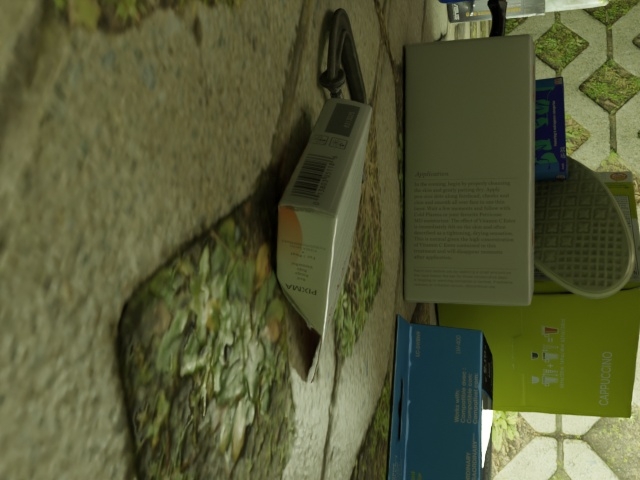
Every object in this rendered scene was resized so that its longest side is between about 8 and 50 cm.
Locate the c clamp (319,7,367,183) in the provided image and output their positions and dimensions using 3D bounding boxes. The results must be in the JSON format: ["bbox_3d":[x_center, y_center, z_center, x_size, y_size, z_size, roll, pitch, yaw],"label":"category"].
[{"bbox_3d":[0.027,-0.118,0.639,0.161,0.022,0.137,72,25,-46],"label":"c clamp"}]

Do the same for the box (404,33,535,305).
[{"bbox_3d":[0.220,-0.091,1.012,0.215,0.168,0.346,-3,94,-72],"label":"box"}]

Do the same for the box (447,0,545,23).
[{"bbox_3d":[0.353,-0.528,1.407,0.056,0.182,0.231,70,26,-48],"label":"box"}]

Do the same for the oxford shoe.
[{"bbox_3d":[0.364,-0.071,1.195,0.130,0.169,0.449,49,6,-48],"label":"oxford shoe"}]

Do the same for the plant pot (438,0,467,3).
[{"bbox_3d":[0.270,-0.527,1.076,0.212,0.235,0.236,26,66,-65],"label":"plant pot"}]

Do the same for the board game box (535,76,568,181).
[{"bbox_3d":[0.288,-0.172,1.146,0.047,0.210,0.160,31,58,-65],"label":"board game box"}]

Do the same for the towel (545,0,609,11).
[{"bbox_3d":[0.452,-0.679,1.504,0.090,0.320,0.375,-22,113,-42],"label":"towel"}]

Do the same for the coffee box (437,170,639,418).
[{"bbox_3d":[0.414,0.098,1.348,0.334,0.337,0.338,-68,152,-49],"label":"coffee box"}]

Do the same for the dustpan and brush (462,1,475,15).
[{"bbox_3d":[0.255,-0.501,1.295,0.147,0.060,0.211,48,45,-65],"label":"dustpan and brush"}]

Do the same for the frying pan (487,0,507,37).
[{"bbox_3d":[0.308,-0.466,1.249,0.053,0.197,0.326,12,116,-35],"label":"frying pan"}]

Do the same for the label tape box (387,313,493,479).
[{"bbox_3d":[0.183,0.254,1.003,0.334,0.105,0.241,46,46,-66],"label":"label tape box"}]

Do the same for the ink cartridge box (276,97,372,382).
[{"bbox_3d":[0.000,0.000,0.560,0.145,0.045,0.179,-70,172,-48],"label":"ink cartridge box"}]
